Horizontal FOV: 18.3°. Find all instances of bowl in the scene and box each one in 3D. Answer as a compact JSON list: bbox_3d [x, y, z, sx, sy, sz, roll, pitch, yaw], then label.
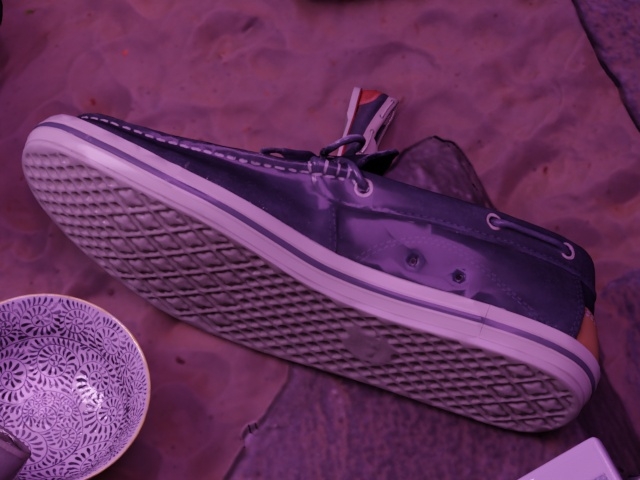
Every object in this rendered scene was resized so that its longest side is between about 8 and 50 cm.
[{"bbox_3d":[-0.221,0.135,1.589,0.170,0.080,0.170,2,60,-4],"label":"bowl"}]

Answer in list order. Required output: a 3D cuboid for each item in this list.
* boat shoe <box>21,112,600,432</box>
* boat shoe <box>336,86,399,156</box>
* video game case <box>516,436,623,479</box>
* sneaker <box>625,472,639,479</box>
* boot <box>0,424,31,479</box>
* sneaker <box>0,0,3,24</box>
[{"bbox_3d":[0.000,0.000,1.631,0.500,0.187,0.156,20,59,-1],"label":"boat shoe"},{"bbox_3d":[0.036,-0.076,1.750,0.043,0.049,0.137,14,56,0],"label":"boat shoe"},{"bbox_3d":[0.176,0.296,1.519,0.206,0.026,0.227,-31,66,9],"label":"video game case"},{"bbox_3d":[0.271,0.234,1.563,0.106,0.078,0.234,38,54,-25],"label":"sneaker"},{"bbox_3d":[-0.345,0.195,1.497,0.190,0.076,0.208,30,100,-1],"label":"boot"},{"bbox_3d":[-0.436,-0.274,1.786,0.147,0.145,0.384,-15,57,-47],"label":"sneaker"}]
